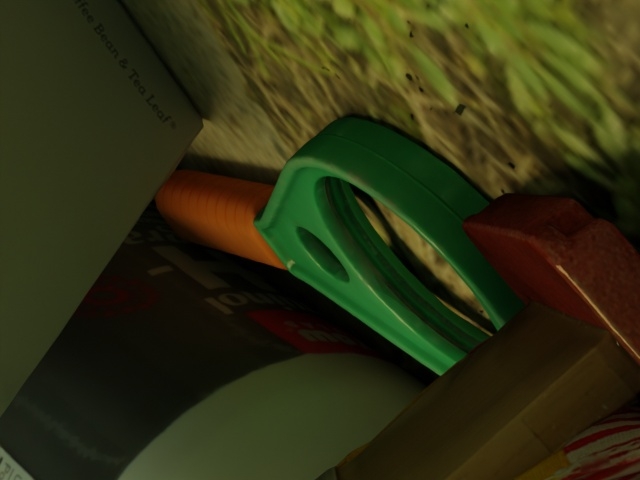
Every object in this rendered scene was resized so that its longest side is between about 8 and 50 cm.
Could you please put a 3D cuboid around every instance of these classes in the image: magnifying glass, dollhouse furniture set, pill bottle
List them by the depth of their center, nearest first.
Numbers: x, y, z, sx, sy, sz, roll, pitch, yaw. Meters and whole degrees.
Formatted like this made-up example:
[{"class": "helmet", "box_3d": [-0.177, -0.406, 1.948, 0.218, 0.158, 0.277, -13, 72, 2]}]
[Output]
[{"class": "dollhouse furniture set", "box_3d": [0.028, 0.117, 0.249, 0.152, 0.201, 0.374, 49, 180, -4]}, {"class": "magnifying glass", "box_3d": [0.000, 0.000, 0.534, 0.092, 0.026, 0.231, 52, 166, -21]}, {"class": "pill bottle", "box_3d": [-0.050, 0.098, 0.632, 0.318, 0.176, 0.176, 32, 160, 45]}]

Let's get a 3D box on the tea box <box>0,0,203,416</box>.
[{"class": "tea box", "box_3d": [-0.280, -0.070, 0.543, 0.323, 0.220, 0.329, -6, 131, 41]}]
